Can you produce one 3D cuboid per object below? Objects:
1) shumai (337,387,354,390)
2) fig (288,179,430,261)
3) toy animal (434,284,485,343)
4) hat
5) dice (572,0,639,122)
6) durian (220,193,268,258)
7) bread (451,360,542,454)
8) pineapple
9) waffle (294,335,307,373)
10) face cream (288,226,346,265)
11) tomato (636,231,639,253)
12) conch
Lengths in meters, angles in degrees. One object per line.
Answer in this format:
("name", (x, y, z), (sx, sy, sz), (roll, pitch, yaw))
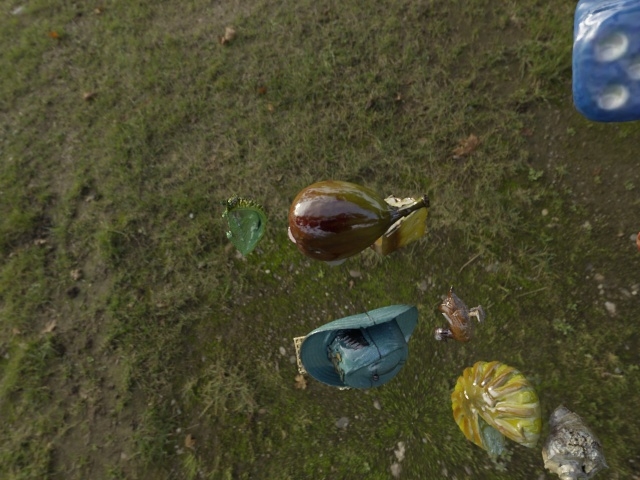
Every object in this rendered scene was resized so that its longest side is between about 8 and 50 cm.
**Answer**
("shumai", (0.083, 0.306, 0.956), (0.123, 0.087, 0.099), (2, 70, 60))
("fig", (0.075, -0.049, 0.793), (0.273, 0.170, 0.146), (-11, 45, 20))
("toy animal", (0.425, 0.240, 1.306), (0.179, 0.089, 0.188), (-26, 86, 34))
("hat", (0.070, 0.159, 0.568), (0.190, 0.138, 0.078), (-9, 40, -20))
("dice", (0.398, -0.244, 0.507), (0.143, 0.146, 0.146), (0, 39, 38))
("durian", (-0.177, -0.047, 0.943), (0.086, 0.215, 0.100), (15, 55, 17))
("bread", (0.587, 0.570, 1.410), (0.159, 0.333, 0.334), (10, 63, -25))
("pineapple", (0.187, -0.040, 1.156), (0.236, 0.115, 0.186), (-6, 35, 11))
("waffle", (-0.048, 0.460, 1.650), (0.102, 0.042, 0.148), (-16, 72, 20))
("face cream", (0.000, 0.000, 1.181), (0.095, 0.214, 0.096), (-10, 67, 26))
("tomato", (0.663, 0.007, 0.592), (0.309, 0.309, 0.170), (38, 88, 24))
("conch", (0.806, 0.652, 1.300), (0.178, 0.163, 0.246), (24, 50, -6))
